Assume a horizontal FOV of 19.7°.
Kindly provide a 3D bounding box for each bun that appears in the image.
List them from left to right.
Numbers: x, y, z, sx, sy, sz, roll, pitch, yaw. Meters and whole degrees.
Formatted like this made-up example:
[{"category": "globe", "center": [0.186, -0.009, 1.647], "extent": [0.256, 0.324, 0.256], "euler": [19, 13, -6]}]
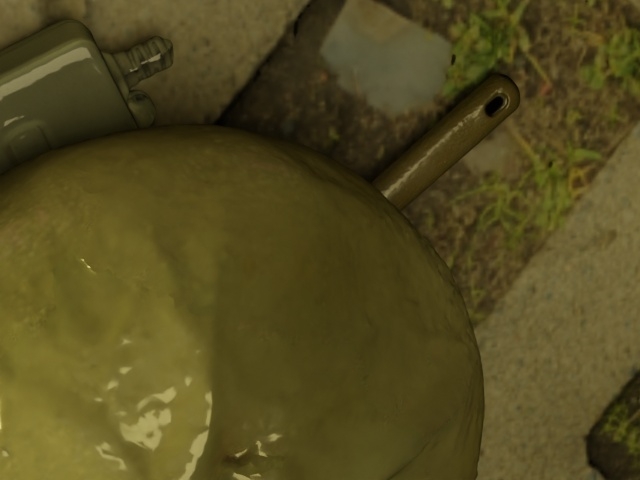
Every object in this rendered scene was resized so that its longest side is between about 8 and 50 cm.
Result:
[{"category": "bun", "center": [-0.073, 0.127, 0.959], "extent": [0.364, 0.202, 0.364], "euler": [-7, 113, -18]}]

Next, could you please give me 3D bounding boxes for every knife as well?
[{"category": "knife", "center": [-0.001, -0.001, 1.073], "extent": [0.298, 0.017, 0.047], "euler": [-42, 119, -5]}]

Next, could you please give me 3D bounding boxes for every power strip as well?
[{"category": "power strip", "center": [-0.224, -0.020, 0.989], "extent": [0.338, 0.058, 0.098], "euler": [-28, 116, -6]}]
